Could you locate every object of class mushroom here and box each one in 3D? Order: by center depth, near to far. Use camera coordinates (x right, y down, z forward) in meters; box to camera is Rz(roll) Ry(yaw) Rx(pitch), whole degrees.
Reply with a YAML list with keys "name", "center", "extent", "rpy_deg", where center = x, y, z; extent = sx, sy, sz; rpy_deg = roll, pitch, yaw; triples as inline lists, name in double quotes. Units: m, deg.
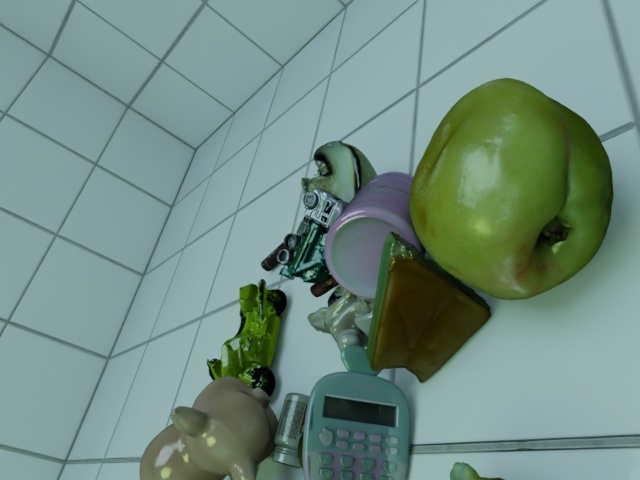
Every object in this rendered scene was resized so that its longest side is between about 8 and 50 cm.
- name: "mushroom"
  center: [0.074, -0.108, 1.230]
  extent: [0.189, 0.164, 0.267]
  rpy_deg: [-27, 61, 34]

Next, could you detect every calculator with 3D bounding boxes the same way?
- name: "calculator"
  center: [0.062, 0.331, 0.832]
  extent: [0.041, 0.185, 0.299]
  rpy_deg: [116, 162, -61]

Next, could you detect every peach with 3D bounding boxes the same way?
- name: "peach"
  center: [0.289, -0.076, 0.759]
  extent: [0.315, 0.281, 0.314]
  rpy_deg: [-108, 33, -69]

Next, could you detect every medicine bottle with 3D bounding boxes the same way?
- name: "medicine bottle"
  center: [0.127, -0.023, 0.963]
  extent: [0.178, 0.178, 0.291]
  rpy_deg: [-42, 5, 27]
- name: "medicine bottle"
  center: [-0.054, 0.404, 1.037]
  extent: [0.079, 0.079, 0.140]
  rpy_deg: [-20, 46, 48]

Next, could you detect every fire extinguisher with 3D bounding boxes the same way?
- name: "fire extinguisher"
  center: [-0.124, 0.039, 1.538]
  extent: [0.158, 0.043, 0.064]
  rpy_deg: [-40, -9, 28]

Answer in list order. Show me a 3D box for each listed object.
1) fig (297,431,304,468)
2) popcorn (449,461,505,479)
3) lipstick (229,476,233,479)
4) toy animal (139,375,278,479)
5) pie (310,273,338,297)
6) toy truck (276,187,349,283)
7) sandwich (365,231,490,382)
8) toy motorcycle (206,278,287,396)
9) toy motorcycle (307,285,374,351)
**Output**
- name: "fig"
  center: [0.049, 0.422, 0.855]
  extent: [0.124, 0.124, 0.236]
  rpy_deg: [-49, 53, 16]
- name: "popcorn"
  center: [0.206, 0.365, 0.561]
  extent: [0.221, 0.204, 0.184]
  rpy_deg: [4, 65, 42]
- name: "lipstick"
  center: [-0.231, 0.516, 1.224]
  extent: [0.059, 0.059, 0.264]
  rpy_deg: [-60, 30, -3]
- name: "toy animal"
  center: [-0.245, 0.442, 1.058]
  extent: [0.326, 0.237, 0.269]
  rpy_deg: [-40, 2, -12]
- name: "pie"
  center: [0.040, 0.089, 1.172]
  extent: [0.154, 0.036, 0.154]
  rpy_deg: [-33, -5, -3]
- name: "toy truck"
  center: [0.000, 0.000, 1.097]
  extent: [0.116, 0.110, 0.216]
  rpy_deg: [28, 96, 31]
- name: "sandwich"
  center: [0.144, 0.134, 0.821]
  extent: [0.212, 0.245, 0.063]
  rpy_deg: [-50, 26, 13]
- name: "toy motorcycle"
  center: [-0.199, 0.278, 1.327]
  extent: [0.206, 0.142, 0.342]
  rpy_deg: [-2, 51, 11]
- name: "toy motorcycle"
  center: [0.091, 0.146, 0.997]
  extent: [0.223, 0.108, 0.340]
  rpy_deg: [-46, 17, -28]
